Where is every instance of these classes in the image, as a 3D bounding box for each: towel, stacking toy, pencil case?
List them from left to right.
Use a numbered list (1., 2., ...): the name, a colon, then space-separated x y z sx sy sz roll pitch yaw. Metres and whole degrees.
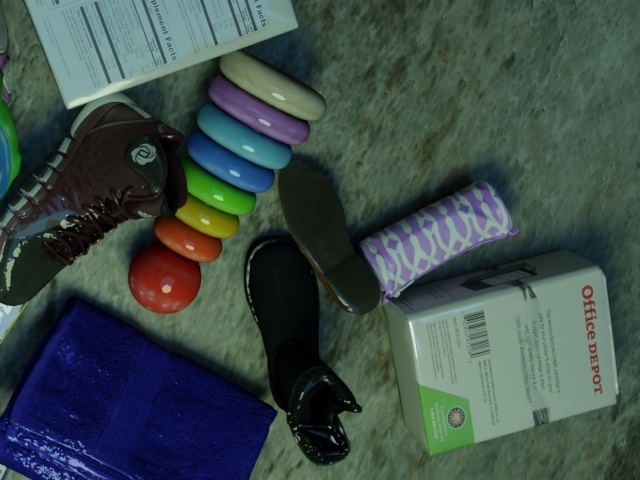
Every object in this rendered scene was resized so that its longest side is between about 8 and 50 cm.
1. towel: -0.213 0.222 1.376 0.308 0.076 0.228 31 56 -13
2. stacking toy: -0.125 -0.056 1.386 0.141 0.141 0.330 25 100 -19
3. pencil case: 0.146 0.000 1.485 0.206 0.086 0.088 -29 74 -6

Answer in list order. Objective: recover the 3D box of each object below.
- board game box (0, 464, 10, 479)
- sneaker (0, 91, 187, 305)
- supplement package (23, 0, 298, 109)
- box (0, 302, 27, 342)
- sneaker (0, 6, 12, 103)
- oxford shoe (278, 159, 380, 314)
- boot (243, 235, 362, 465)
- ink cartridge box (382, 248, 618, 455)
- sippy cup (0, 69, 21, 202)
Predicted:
1. board game box: -0.467 0.303 1.415 0.136 0.035 0.201 26 94 -19
2. sneaker: -0.251 -0.031 1.303 0.162 0.106 0.281 25 79 25
3. supplement package: -0.195 -0.287 1.272 0.262 0.199 0.198 -22 106 -10
4. box: -0.409 0.106 1.378 0.059 0.054 0.169 33 91 -19
5. sneaker: -0.456 -0.269 1.272 0.152 0.114 0.305 -27 109 13
6. oxford shoe: 0.000 0.000 1.460 0.076 0.076 0.212 -25 91 -15
7. boot: -0.021 0.130 1.407 0.094 0.207 0.247 -11 104 -12
8. ink cartridge box: 0.239 0.144 1.528 0.272 0.115 0.199 -13 106 -12
9. sippy cup: -0.454 -0.055 1.201 0.240 0.224 0.306 8 125 -4
